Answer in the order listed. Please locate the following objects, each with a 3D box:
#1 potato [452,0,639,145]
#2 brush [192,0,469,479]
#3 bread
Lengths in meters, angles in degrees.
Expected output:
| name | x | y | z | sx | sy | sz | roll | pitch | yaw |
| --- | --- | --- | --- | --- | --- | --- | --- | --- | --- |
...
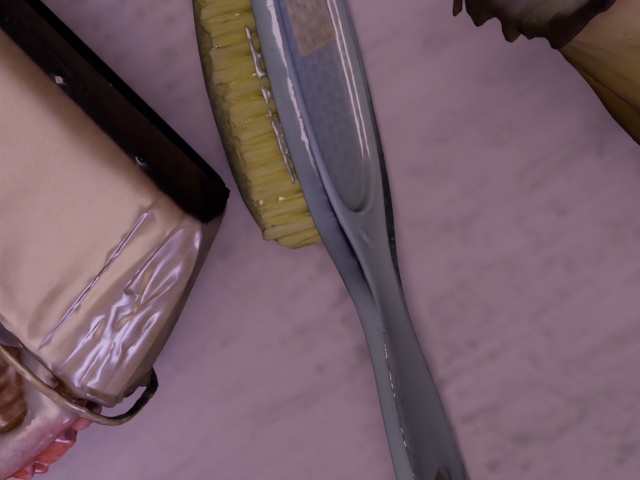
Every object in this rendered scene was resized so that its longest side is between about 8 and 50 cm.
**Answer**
| name | x | y | z | sx | sy | sz | roll | pitch | yaw |
| --- | --- | --- | --- | --- | --- | --- | --- | --- | --- |
| potato | 0.192 | -0.149 | 0.486 | 0.237 | 0.301 | 0.289 | 16 | 123 | -12 |
| brush | 0.000 | 0.000 | 0.624 | 0.060 | 0.068 | 0.297 | -12 | 99 | 28 |
| bread | -0.162 | 0.000 | 0.598 | 0.212 | 0.142 | 0.224 | -45 | 92 | 7 |
